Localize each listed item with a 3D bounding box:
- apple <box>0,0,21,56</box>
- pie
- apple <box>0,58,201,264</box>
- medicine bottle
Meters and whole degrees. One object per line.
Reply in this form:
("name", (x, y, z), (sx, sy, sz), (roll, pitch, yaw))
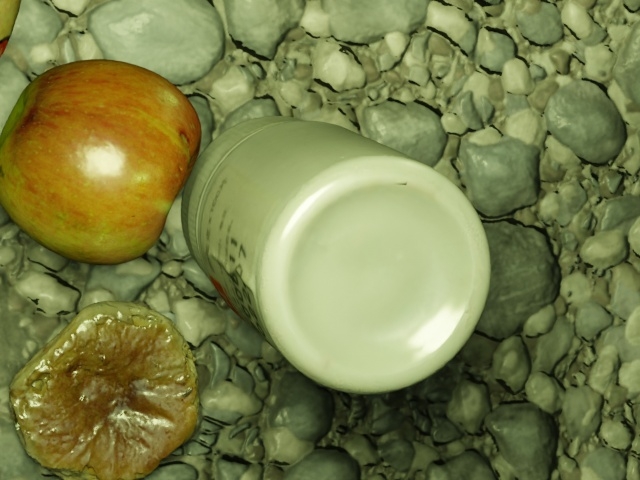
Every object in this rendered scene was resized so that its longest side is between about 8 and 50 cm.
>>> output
("apple", (-0.386, -0.228, 1.663), (0.261, 0.194, 0.260), (-3, 102, -13))
("pie", (-0.208, 0.157, 1.871), (0.195, 0.046, 0.195), (-4, 103, -17))
("apple", (-0.211, -0.075, 1.750), (0.196, 0.196, 0.195), (-3, 102, -16))
("medicine bottle", (0.000, 0.000, 1.729), (0.211, 0.371, 0.211), (-3, 101, -15))
